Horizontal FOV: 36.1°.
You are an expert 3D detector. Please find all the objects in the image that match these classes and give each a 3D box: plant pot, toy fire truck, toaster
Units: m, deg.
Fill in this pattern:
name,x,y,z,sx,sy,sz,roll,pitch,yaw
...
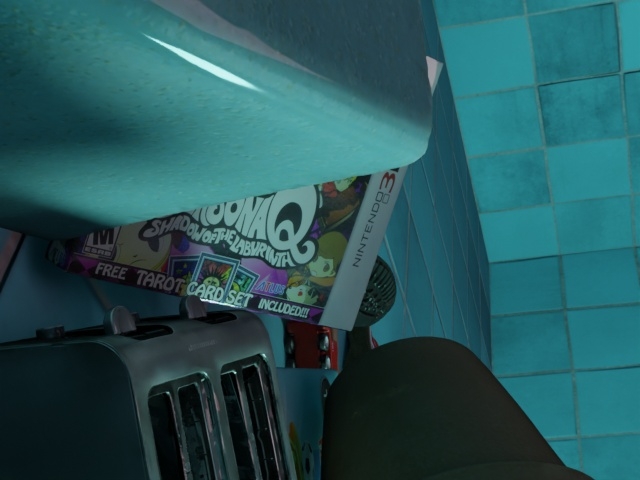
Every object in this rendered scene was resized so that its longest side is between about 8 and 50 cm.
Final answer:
name,x,y,z,sx,sy,sz,roll,pitch,yaw
plant pot,-0.130,-0.148,0.397,0.252,0.248,0.247,10,73,-56
plant pot,0.095,0.210,0.816,0.229,0.263,0.263,-109,178,-45
toy fire truck,0.002,0.138,1.115,0.135,0.047,0.192,31,53,-71
toaster,-0.100,0.129,0.556,0.168,0.110,0.185,-3,81,-67

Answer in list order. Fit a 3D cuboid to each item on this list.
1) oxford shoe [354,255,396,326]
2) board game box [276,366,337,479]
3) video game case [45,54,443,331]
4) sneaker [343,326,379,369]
name,x,y,z,sx,sy,sz,roll,pitch,yaw
oxford shoe,0.010,0.020,1.062,0.096,0.083,0.227,46,2,43
board game box,-0.052,0.232,0.804,0.336,0.079,0.253,25,59,-73
video game case,-0.041,-0.058,0.658,0.232,0.042,0.210,16,95,-37
sneaker,0.060,0.166,1.332,0.118,0.042,0.067,-83,157,-49
